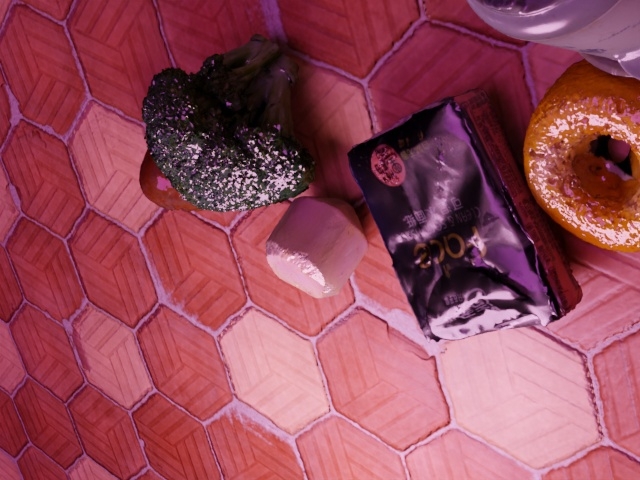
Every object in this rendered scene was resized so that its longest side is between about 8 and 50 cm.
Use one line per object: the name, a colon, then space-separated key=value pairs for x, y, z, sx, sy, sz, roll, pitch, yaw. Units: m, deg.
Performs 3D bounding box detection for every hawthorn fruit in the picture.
hawthorn fruit: x=-0.254 y=-0.134 z=1.454 sx=0.149 sy=0.149 sz=0.189 roll=-22 pitch=95 yaw=43

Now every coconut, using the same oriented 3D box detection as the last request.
coconut: x=0.000 y=0.000 z=1.314 sx=0.147 sy=0.152 sz=0.147 roll=28 pitch=159 yaw=12

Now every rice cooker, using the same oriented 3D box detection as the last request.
rice cooker: x=0.296 y=-0.308 z=0.837 sx=0.264 sy=0.317 sz=0.316 roll=-26 pitch=94 yaw=50

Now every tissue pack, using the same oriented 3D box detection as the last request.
tissue pack: x=0.192 y=-0.024 z=1.155 sx=0.245 sy=0.123 sz=0.332 roll=-19 pitch=99 yaw=54

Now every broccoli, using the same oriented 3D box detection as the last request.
broccoli: x=-0.125 y=-0.169 z=1.273 sx=0.308 sy=0.308 sz=0.275 roll=36 pitch=91 yaw=19

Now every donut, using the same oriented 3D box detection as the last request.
donut: x=0.360 y=-0.100 z=1.009 sx=0.254 sy=0.118 sz=0.253 roll=29 pitch=143 yaw=25
